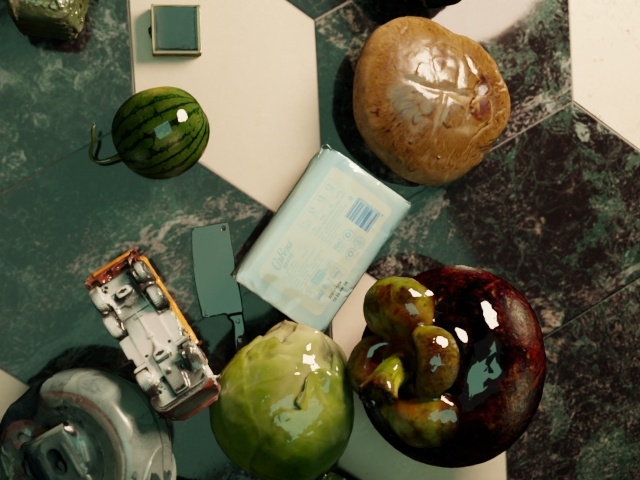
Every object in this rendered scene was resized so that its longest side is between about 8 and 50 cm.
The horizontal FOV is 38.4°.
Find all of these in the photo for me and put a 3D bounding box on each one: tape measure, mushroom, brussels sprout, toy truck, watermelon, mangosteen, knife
[{"bbox_3d":[-0.352,0.327,1.373,0.256,0.147,0.275,-31,83,13],"label":"tape measure"},{"bbox_3d":[0.179,-0.227,1.476,0.278,0.146,0.278,-1,92,-17],"label":"mushroom"},{"bbox_3d":[-0.053,0.254,1.423,0.244,0.244,0.244,0,93,-10],"label":"brussels sprout"},{"bbox_3d":[-0.255,0.139,1.380,0.114,0.135,0.270,-33,67,-6],"label":"toy truck"},{"bbox_3d":[-0.263,-0.158,1.410,0.187,0.140,0.140,-25,97,6],"label":"watermelon"},{"bbox_3d":[0.189,0.189,1.420,0.330,0.330,0.330,0,93,-10],"label":"mangosteen"},{"bbox_3d":[-0.163,0.095,1.499,0.072,0.019,0.245,-11,91,-7],"label":"knife"}]

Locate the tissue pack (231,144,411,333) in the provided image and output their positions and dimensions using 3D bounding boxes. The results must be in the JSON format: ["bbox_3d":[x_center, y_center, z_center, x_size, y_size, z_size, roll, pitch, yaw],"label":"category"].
[{"bbox_3d":[0.000,0.000,1.485,0.177,0.089,0.263,35,88,-11],"label":"tissue pack"}]

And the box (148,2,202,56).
[{"bbox_3d":[-0.230,-0.332,1.454,0.083,0.035,0.079,-3,93,-10],"label":"box"}]

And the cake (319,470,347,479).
[{"bbox_3d":[0.051,0.448,1.440,0.235,0.099,0.100,40,70,-21],"label":"cake"}]

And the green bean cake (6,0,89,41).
[{"bbox_3d":[-0.390,-0.392,1.355,0.094,0.173,0.181,11,88,-9],"label":"green bean cake"}]

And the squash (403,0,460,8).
[{"bbox_3d":[0.182,-0.474,1.449,0.218,0.172,0.218,0,90,-11],"label":"squash"}]
